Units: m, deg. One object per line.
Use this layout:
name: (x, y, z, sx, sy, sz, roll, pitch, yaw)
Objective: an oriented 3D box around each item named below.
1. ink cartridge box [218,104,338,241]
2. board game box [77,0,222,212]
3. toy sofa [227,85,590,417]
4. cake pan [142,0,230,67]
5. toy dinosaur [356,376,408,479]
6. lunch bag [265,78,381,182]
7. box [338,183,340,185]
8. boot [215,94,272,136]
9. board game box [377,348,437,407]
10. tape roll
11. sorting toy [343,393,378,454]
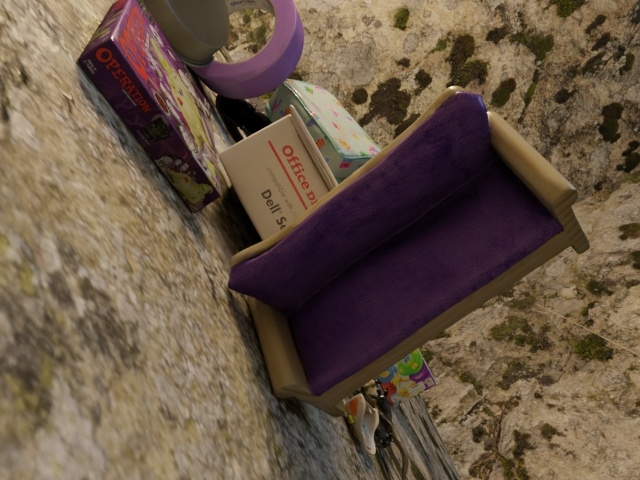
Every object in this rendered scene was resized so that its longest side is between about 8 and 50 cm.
ink cartridge box: (-0.049, -0.052, 0.865, 0.207, 0.119, 0.353, 61, -5, 0)
board game box: (-0.211, -0.200, 0.760, 0.208, 0.056, 0.347, 53, 8, -32)
toy sofa: (0.083, 0.022, 0.628, 0.177, 0.362, 0.150, 41, 17, -44)
cake pan: (-0.273, -0.488, 1.122, 0.293, 0.054, 0.293, 45, 36, -46)
toy dinosaur: (0.112, 0.325, 1.069, 0.118, 0.064, 0.268, 73, -7, -77)
lunch bag: (0.014, -0.254, 1.383, 0.224, 0.108, 0.279, -8, 57, -55)
box: (-0.028, -0.177, 1.446, 0.275, 0.094, 0.113, -7, 59, -44)
boot: (-0.115, -0.271, 1.478, 0.338, 0.118, 0.223, 28, 14, -11)
board game box: (0.198, 0.303, 1.636, 0.275, 0.142, 0.144, 62, 4, 4)
tape roll: (-0.179, -0.464, 1.298, 0.275, 0.274, 0.090, 62, 4, 14)
sorting toy: (0.065, 0.288, 0.884, 0.083, 0.044, 0.075, 56, 14, -52)
